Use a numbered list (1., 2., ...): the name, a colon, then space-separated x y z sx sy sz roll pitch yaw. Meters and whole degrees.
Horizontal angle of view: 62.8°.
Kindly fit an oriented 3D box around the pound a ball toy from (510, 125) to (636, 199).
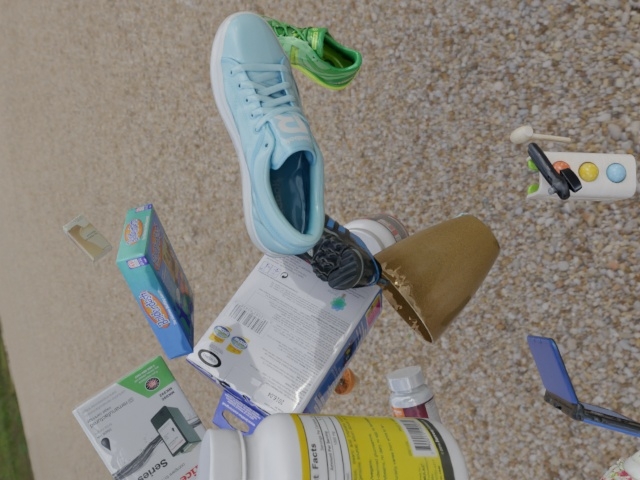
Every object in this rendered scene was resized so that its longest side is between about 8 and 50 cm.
1. pound a ball toy: 0.724 -0.226 1.509 0.136 0.319 0.208 114 159 -84

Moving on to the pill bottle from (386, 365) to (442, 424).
1. pill bottle: 0.258 0.464 1.425 0.121 0.121 0.221 -17 89 56

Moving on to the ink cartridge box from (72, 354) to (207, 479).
1. ink cartridge box: -0.380 0.435 1.175 0.289 0.211 0.121 59 153 -2

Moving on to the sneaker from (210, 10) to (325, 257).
1. sneaker: -0.054 -0.157 0.751 0.150 0.135 0.366 -3 102 59

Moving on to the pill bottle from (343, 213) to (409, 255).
1. pill bottle: 0.150 0.031 1.618 0.210 0.363 0.210 2 98 18

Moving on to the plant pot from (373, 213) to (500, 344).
1. plant pot: 0.270 0.064 1.182 0.237 0.254 0.237 52 175 7

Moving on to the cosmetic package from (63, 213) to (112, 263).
1. cosmetic package: -0.601 -0.004 1.355 0.115 0.060 0.041 46 151 -2

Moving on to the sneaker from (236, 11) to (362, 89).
1. sneaker: -0.044 -0.407 1.077 0.123 0.295 0.109 -22 61 60

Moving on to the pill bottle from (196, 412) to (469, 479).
1. pill bottle: 0.010 0.329 0.697 0.188 0.334 0.188 -172 90 -74

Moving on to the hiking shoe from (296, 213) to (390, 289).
1. hiking shoe: 0.000 0.000 1.054 0.113 0.132 0.304 -53 53 16

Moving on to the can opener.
1. can opener: 0.611 -0.185 1.400 0.186 0.073 0.059 61 173 31

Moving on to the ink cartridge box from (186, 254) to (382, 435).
1. ink cartridge box: -0.083 0.222 1.097 0.270 0.395 0.151 26 155 23

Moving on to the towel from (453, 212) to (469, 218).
1. towel: 0.515 0.114 2.089 0.090 0.374 0.320 30 167 35

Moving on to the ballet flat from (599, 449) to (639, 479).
1. ballet flat: 0.534 0.352 0.817 0.091 0.241 0.077 -141 47 -63

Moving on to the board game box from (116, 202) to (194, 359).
1. board game box: -0.266 0.067 0.873 0.160 0.047 0.210 -110 5 -57

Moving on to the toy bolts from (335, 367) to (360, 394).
1. toy bolts: 0.027 0.495 1.967 0.218 0.158 0.228 -46 43 31

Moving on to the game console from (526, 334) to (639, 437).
1. game console: 0.659 0.355 1.321 0.250 0.293 0.173 13 85 12
